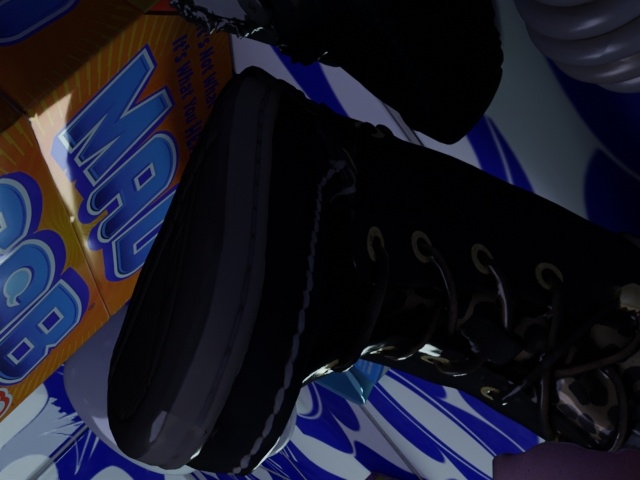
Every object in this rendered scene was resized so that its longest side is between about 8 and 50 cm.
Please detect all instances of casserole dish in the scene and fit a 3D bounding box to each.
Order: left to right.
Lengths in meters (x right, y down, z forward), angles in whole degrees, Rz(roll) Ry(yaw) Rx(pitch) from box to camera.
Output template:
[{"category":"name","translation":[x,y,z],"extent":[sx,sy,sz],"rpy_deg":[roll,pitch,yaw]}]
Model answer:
[{"category":"casserole dish","translation":[-0.009,0.107,1.303],"extent":[0.188,0.037,0.114],"rpy_deg":[21,149,49]}]

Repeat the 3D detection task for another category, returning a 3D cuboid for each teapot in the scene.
[{"category":"teapot","translation":[-0.189,0.167,1.600],"extent":[0.256,0.187,0.252],"rpy_deg":[27,-161,-45]}]

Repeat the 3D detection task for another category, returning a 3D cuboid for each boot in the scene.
[{"category":"boot","translation":[-0.016,-0.167,0.652],"extent":[0.207,0.094,0.246],"rpy_deg":[30,162,29]},{"category":"boot","translation":[0.061,0.036,0.591],"extent":[0.284,0.138,0.377],"rpy_deg":[24,-168,-6]}]

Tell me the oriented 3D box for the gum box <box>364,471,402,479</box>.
[{"category":"gum box","translation":[0.080,0.349,1.505],"extent":[0.062,0.107,0.188],"rpy_deg":[50,161,-13]}]

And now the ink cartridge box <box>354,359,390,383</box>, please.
[{"category":"ink cartridge box","translation":[0.000,0.000,0.981],"extent":[0.203,0.086,0.148],"rpy_deg":[40,161,14]}]

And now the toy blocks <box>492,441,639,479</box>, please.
[{"category":"toy blocks","translation":[0.264,0.082,0.463],"extent":[0.289,0.260,0.309],"rpy_deg":[24,150,-36]}]

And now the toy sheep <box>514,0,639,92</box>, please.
[{"category":"toy sheep","translation":[0.118,-0.109,0.510],"extent":[0.132,0.091,0.091],"rpy_deg":[36,170,-38]}]

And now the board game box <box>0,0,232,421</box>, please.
[{"category":"board game box","translation":[-0.316,-0.112,0.989],"extent":[0.356,0.356,0.356],"rpy_deg":[39,160,17]}]
